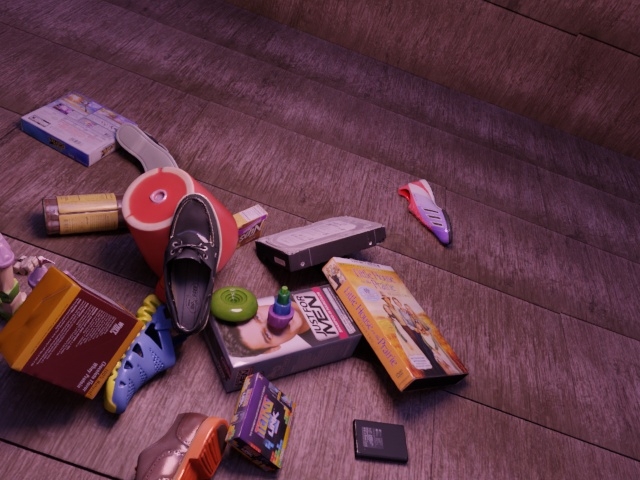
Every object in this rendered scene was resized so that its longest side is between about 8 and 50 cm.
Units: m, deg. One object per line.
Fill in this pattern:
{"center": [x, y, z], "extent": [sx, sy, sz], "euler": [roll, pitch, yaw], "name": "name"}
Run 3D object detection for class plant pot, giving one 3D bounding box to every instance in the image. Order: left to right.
{"center": [-0.385, -0.051, 1.463], "extent": [0.275, 0.243, 0.275], "euler": [-5, 60, 9], "name": "plant pot"}

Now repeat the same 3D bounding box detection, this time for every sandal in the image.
{"center": [-0.405, 0.267, 1.293], "extent": [0.138, 0.126, 0.317], "euler": [24, 43, -8], "name": "sandal"}

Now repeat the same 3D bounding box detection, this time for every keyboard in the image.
{"center": [0.011, 0.052, 1.770], "extent": [0.108, 0.023, 0.180], "euler": [-19, 56, -37], "name": "keyboard"}

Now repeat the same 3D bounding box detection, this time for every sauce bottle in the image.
{"center": [-0.609, -0.081, 1.578], "extent": [0.344, 0.111, 0.111], "euler": [-5, 48, -29], "name": "sauce bottle"}

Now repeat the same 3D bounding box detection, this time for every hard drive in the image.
{"center": [0.000, 0.000, 1.671], "extent": [0.339, 0.064, 0.237], "euler": [-15, 17, -27], "name": "hard drive"}
{"center": [0.149, 0.498, 1.358], "extent": [0.135, 0.022, 0.094], "euler": [11, 42, -12], "name": "hard drive"}

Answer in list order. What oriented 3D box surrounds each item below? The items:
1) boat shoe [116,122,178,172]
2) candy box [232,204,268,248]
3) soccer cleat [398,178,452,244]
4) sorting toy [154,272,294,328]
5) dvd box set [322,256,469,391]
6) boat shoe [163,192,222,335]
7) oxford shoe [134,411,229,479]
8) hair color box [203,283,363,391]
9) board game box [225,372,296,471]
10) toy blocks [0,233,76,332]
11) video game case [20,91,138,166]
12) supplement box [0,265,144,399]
{"center": [-0.546, -0.271, 1.809], "extent": [0.302, 0.114, 0.091], "euler": [51, 8, 9], "name": "boat shoe"}
{"center": [-0.254, -0.030, 1.676], "extent": [0.053, 0.109, 0.187], "euler": [43, 45, 21], "name": "candy box"}
{"center": [0.396, -0.101, 2.054], "extent": [0.116, 0.108, 0.318], "euler": [-13, 51, -8], "name": "soccer cleat"}
{"center": [-0.236, 0.111, 1.362], "extent": [0.365, 0.126, 0.127], "euler": [15, 30, 8], "name": "sorting toy"}
{"center": [0.214, 0.230, 1.560], "extent": [0.308, 0.062, 0.420], "euler": [12, 36, -48], "name": "dvd box set"}
{"center": [-0.303, 0.057, 1.270], "extent": [0.127, 0.340, 0.113], "euler": [9, 0, -6], "name": "boat shoe"}
{"center": [-0.326, 0.506, 1.097], "extent": [0.133, 0.130, 0.363], "euler": [9, 36, 22], "name": "oxford shoe"}
{"center": [-0.098, 0.247, 1.447], "extent": [0.374, 0.113, 0.185], "euler": [-9, 49, -30], "name": "hair color box"}
{"center": [-0.132, 0.415, 1.255], "extent": [0.141, 0.048, 0.170], "euler": [48, 34, -26], "name": "board game box"}
{"center": [-0.728, 0.078, 1.243], "extent": [0.289, 0.260, 0.309], "euler": [19, 42, -3], "name": "toy blocks"}
{"center": [-0.805, -0.380, 1.842], "extent": [0.269, 0.061, 0.244], "euler": [29, 43, 7], "name": "video game case"}
{"center": [-0.523, 0.195, 1.149], "extent": [0.129, 0.194, 0.191], "euler": [21, 73, 44], "name": "supplement box"}
